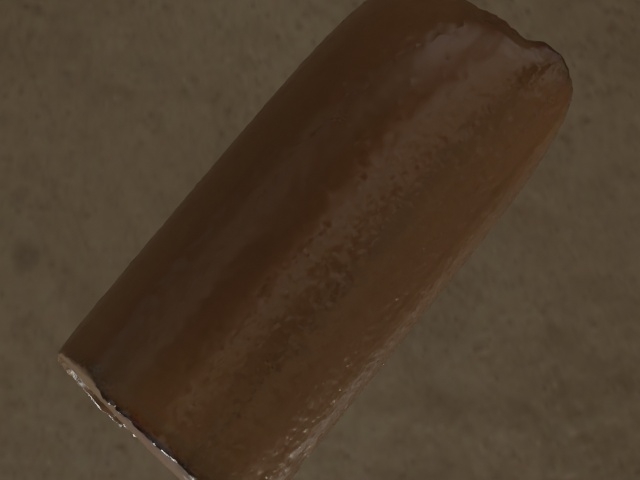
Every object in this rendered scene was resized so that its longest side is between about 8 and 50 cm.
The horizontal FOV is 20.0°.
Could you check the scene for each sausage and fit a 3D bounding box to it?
[{"bbox_3d":[0.000,0.000,0.836,0.253,0.123,0.123,-49,119,-8],"label":"sausage"}]
